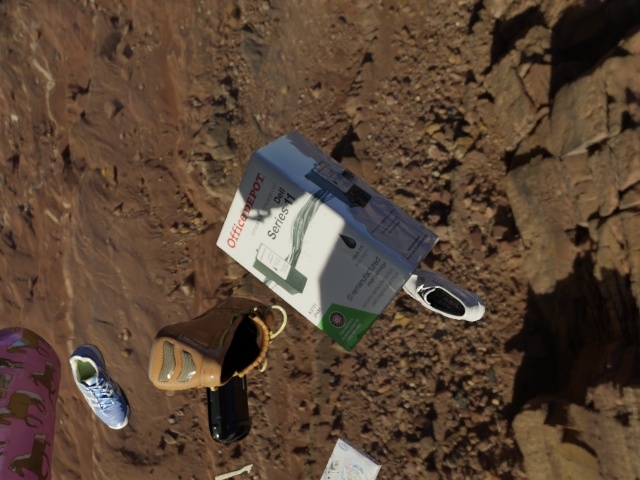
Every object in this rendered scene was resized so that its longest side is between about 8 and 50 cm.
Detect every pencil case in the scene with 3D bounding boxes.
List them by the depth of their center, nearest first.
[{"bbox_3d":[-0.433,0.279,0.674,0.167,0.386,0.160,-28,124,-9],"label":"pencil case"}]

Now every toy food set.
[{"bbox_3d":[-0.233,0.650,1.251,0.132,0.039,0.192,9,107,-50],"label":"toy food set"}]

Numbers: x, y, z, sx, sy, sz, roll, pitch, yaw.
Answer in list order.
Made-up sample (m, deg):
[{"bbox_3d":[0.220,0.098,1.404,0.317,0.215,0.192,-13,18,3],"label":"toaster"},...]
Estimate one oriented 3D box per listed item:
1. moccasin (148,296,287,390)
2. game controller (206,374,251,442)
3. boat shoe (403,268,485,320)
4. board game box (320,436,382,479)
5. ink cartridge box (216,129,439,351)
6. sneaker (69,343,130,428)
[{"bbox_3d":[-0.144,0.172,0.891,0.147,0.380,0.139,9,86,11],"label":"moccasin"},{"bbox_3d":[-0.247,0.366,1.350,0.067,0.166,0.319,-13,67,10],"label":"game controller"},{"bbox_3d":[0.213,0.102,0.949,0.063,0.184,0.066,5,110,-41],"label":"boat shoe"},{"bbox_3d":[0.055,0.425,0.933,0.020,0.090,0.090,21,93,-58],"label":"board game box"},{"bbox_3d":[0.000,0.000,0.579,0.208,0.153,0.087,37,40,10],"label":"ink cartridge box"},{"bbox_3d":[-0.506,0.336,1.151,0.080,0.081,0.211,-32,90,-9],"label":"sneaker"}]
